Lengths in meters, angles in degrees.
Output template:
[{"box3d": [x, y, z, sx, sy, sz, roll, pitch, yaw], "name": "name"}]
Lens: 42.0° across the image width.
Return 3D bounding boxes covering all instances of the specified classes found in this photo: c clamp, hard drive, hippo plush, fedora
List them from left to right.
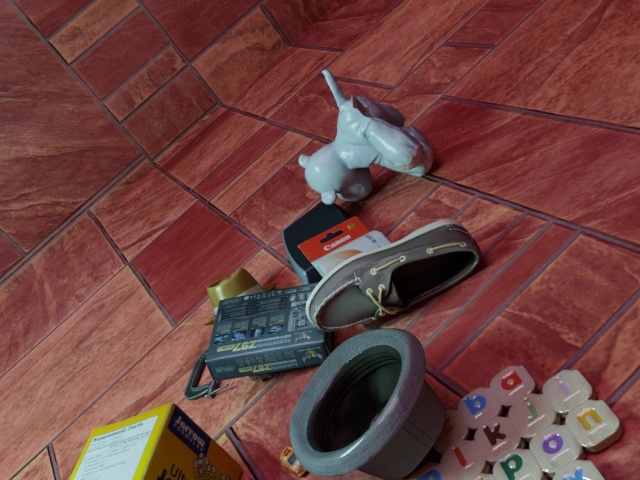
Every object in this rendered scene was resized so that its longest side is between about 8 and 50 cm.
[{"box3d": [-0.223, 0.270, 1.720, 0.137, 0.022, 0.161, -31, 28, 26], "name": "c clamp"}, {"box3d": [-0.185, 0.110, 1.782, 0.194, 0.079, 0.194, -28, 2, 1], "name": "fedora"}, {"box3d": [0.000, 0.000, 1.818, 0.172, 0.054, 0.255, -37, 26, 3], "name": "hard drive"}, {"box3d": [0.087, -0.173, 1.814, 0.237, 0.294, 0.234, -51, 54, 18], "name": "hippo plush"}, {"box3d": [0.084, 0.255, 1.214, 0.244, 0.124, 0.275, -57, 19, -20], "name": "fedora"}]

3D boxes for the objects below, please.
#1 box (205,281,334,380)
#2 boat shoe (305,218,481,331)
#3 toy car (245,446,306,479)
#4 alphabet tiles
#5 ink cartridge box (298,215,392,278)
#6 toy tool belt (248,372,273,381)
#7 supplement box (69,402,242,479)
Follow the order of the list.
[{"box3d": [-0.091, 0.170, 1.588, 0.232, 0.059, 0.183, -12, 32, 11], "name": "box"}, {"box3d": [0.126, 0.074, 1.462, 0.324, 0.117, 0.097, -27, 28, -1], "name": "boat shoe"}, {"box3d": [-0.073, 0.375, 1.338, 0.122, 0.040, 0.060, -40, 26, -3], "name": "toy car"}, {"box3d": [0.248, 0.286, 1.094, 0.284, 0.021, 0.278, -36, 27, 5], "name": "alphabet tiles"}, {"box3d": [0.052, 0.015, 1.647, 0.145, 0.045, 0.179, -27, 46, -13], "name": "ink cartridge box"}, {"box3d": [-0.109, 0.234, 1.607, 0.051, 0.052, 0.083, -2, 37, 12], "name": "toy tool belt"}, {"box3d": [-0.292, 0.467, 1.300, 0.194, 0.195, 0.357, -22, 31, 29], "name": "supplement box"}]
